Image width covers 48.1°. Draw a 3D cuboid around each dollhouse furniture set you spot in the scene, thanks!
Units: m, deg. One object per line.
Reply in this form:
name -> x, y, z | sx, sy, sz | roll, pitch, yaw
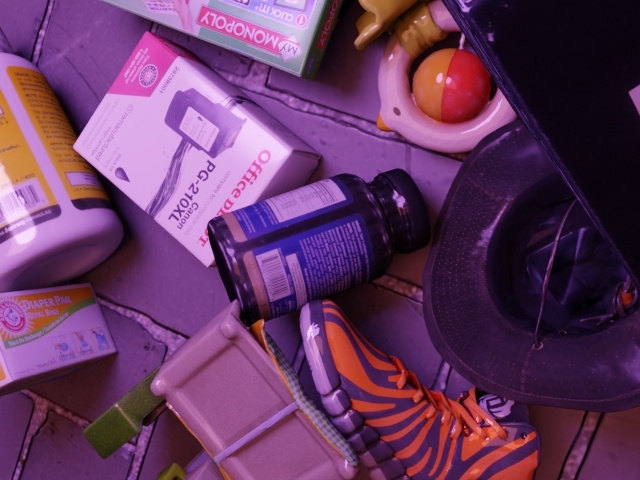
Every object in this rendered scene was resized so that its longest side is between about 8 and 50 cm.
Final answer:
dollhouse furniture set -> -0.086, 0.187, 0.785 | 0.197, 0.151, 0.301 | 50, 125, 0

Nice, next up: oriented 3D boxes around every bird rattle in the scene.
bird rattle -> 0.157, -0.197, 0.773 | 0.254, 0.143, 0.206 | 11, 107, 5

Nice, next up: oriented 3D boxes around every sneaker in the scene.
sneaker -> 0.114, 0.168, 0.755 | 0.180, 0.124, 0.321 | -27, 111, 9

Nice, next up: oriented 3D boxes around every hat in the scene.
hat -> 0.263, 0.019, 0.690 | 0.331, 0.134, 0.331 | -24, 55, 40

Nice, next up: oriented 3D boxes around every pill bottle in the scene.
pill bottle -> -0.401, -0.108, 0.899 | 0.188, 0.188, 0.333 | -32, 81, 16
pill bottle -> 0.000, 0.000, 0.767 | 0.219, 0.123, 0.122 | -20, 84, -12

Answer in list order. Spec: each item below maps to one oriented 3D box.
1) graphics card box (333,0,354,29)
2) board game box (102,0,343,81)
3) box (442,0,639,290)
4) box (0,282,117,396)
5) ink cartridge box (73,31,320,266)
graphics card box -> 0.012, -0.440, 0.806 | 0.233, 0.094, 0.371 | 41, 102, 14
board game box -> -0.114, -0.327, 0.779 | 0.317, 0.046, 0.213 | 25, 103, 17
box -> 0.203, -0.167, 0.517 | 0.183, 0.296, 0.294 | -34, 36, 16
box -> -0.367, 0.126, 0.883 | 0.114, 0.203, 0.103 | -25, 83, 17
ink cartridge box -> -0.147, -0.105, 0.860 | 0.237, 0.100, 0.172 | 40, 103, 14
